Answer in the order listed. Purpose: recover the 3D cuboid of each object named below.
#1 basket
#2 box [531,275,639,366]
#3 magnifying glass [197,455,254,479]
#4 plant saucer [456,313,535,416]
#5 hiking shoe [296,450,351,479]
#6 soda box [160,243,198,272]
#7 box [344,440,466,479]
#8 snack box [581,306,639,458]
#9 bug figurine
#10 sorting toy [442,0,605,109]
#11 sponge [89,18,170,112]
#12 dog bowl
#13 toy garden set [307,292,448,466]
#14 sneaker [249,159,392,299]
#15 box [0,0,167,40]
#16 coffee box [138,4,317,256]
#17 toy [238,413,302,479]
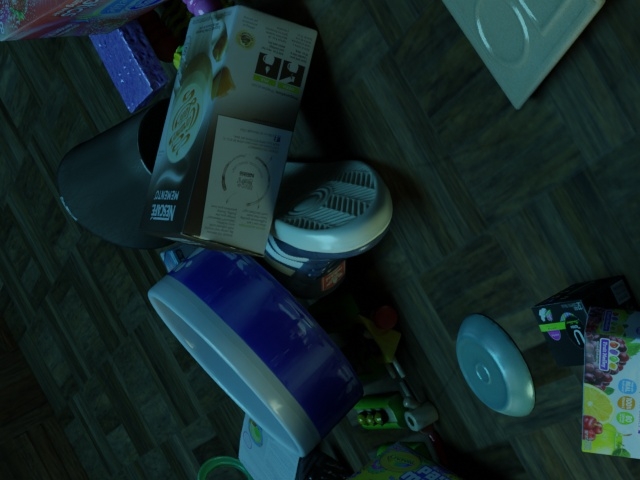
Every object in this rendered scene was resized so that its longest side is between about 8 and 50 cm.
[{"bbox_3d":[-0.217,-0.092,1.945,0.227,0.204,0.154,-28,45,60],"label":"basket"},{"bbox_3d":[0.235,0.071,1.291,0.062,0.052,0.083,65,156,-3],"label":"box"},{"bbox_3d":[-0.107,0.435,2.393,0.231,0.092,0.026,40,146,23],"label":"magnifying glass"},{"bbox_3d":[0.175,0.133,1.526,0.119,0.021,0.119,46,151,34],"label":"plant saucer"},{"bbox_3d":[0.016,0.398,2.069,0.114,0.086,0.227,-10,107,63],"label":"hiking shoe"},{"bbox_3d":[-0.160,0.085,2.133,0.183,0.063,0.058,65,157,-5],"label":"soda box"},{"bbox_3d":[0.150,0.421,1.652,0.290,0.177,0.279,22,141,57],"label":"box"},{"bbox_3d":[0.269,0.122,1.225,0.100,0.037,0.141,5,131,14],"label":"snack box"},{"bbox_3d":[-0.168,-0.282,1.739,0.216,0.072,0.279,49,153,29],"label":"bug figurine"},{"bbox_3d":[0.145,-0.226,1.188,0.193,0.038,0.208,58,161,12],"label":"sorting toy"},{"bbox_3d":[-0.258,-0.265,1.811,0.210,0.031,0.117,61,158,0],"label":"sponge"},{"bbox_3d":[-0.075,0.123,1.725,0.265,0.104,0.265,45,168,12],"label":"dog bowl"},{"bbox_3d":[0.067,0.182,1.772,0.244,0.049,0.204,64,157,-3],"label":"toy garden set"},{"bbox_3d":[0.000,0.000,1.641,0.148,0.131,0.350,62,164,-18],"label":"sneaker"},{"bbox_3d":[-0.229,-0.325,1.593,0.300,0.154,0.142,-16,87,49],"label":"box"},{"bbox_3d":[-0.101,-0.114,1.579,0.141,0.098,0.246,3,79,64],"label":"coffee box"},{"bbox_3d":[-0.056,0.287,2.143,0.137,0.056,0.237,52,150,34],"label":"toy"}]
